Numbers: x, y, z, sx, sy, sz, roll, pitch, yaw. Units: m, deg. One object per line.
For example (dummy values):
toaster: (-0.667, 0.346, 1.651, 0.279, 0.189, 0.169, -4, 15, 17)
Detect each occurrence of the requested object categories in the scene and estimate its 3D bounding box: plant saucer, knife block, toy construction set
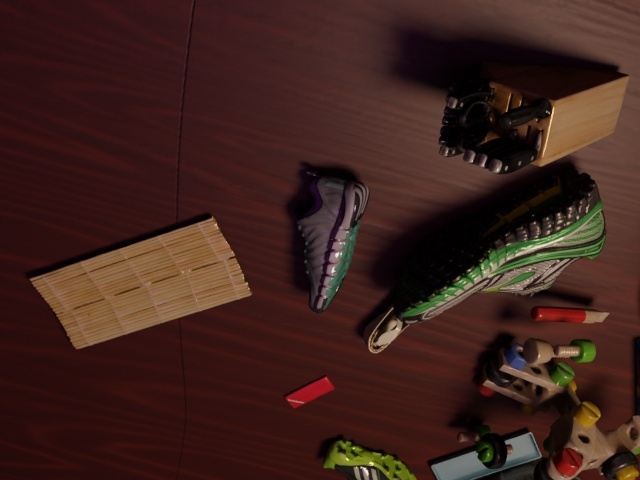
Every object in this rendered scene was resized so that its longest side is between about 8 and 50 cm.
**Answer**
plant saucer: (0.301, 0.398, 1.384, 0.192, 0.018, 0.067, -22, 116, 10)
knife block: (0.282, -0.150, 0.959, 0.276, 0.242, 0.088, 4, 119, -4)
toy construction set: (0.412, 0.257, 1.223, 0.237, 0.257, 0.309, 4, 109, -22)

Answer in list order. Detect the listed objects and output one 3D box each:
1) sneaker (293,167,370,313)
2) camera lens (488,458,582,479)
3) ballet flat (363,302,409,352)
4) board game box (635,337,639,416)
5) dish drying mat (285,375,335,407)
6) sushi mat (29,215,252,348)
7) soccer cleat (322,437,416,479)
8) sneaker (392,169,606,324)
sneaker: (0.000, 0.000, 1.143, 0.098, 0.083, 0.223, 23, 116, 13)
camera lens: (0.403, 0.550, 1.321, 0.219, 0.274, 0.219, 0, 118, -1)
ballet flat: (0.134, 0.120, 1.209, 0.057, 0.052, 0.168, 34, 112, -16)
board game box: (0.612, 0.245, 1.296, 0.136, 0.035, 0.201, -11, 118, 5)
dish drying mat: (-0.018, 0.263, 1.309, 0.083, 0.008, 0.032, -28, 114, 14)
sushi mat: (-0.279, 0.071, 1.193, 0.316, 0.019, 0.151, -18, 116, 8)
soccer cleat: (0.090, 0.415, 1.371, 0.179, 0.060, 0.072, 26, 125, -7)
sneaker: (0.266, 0.042, 1.120, 0.343, 0.134, 0.146, -27, 118, 9)
